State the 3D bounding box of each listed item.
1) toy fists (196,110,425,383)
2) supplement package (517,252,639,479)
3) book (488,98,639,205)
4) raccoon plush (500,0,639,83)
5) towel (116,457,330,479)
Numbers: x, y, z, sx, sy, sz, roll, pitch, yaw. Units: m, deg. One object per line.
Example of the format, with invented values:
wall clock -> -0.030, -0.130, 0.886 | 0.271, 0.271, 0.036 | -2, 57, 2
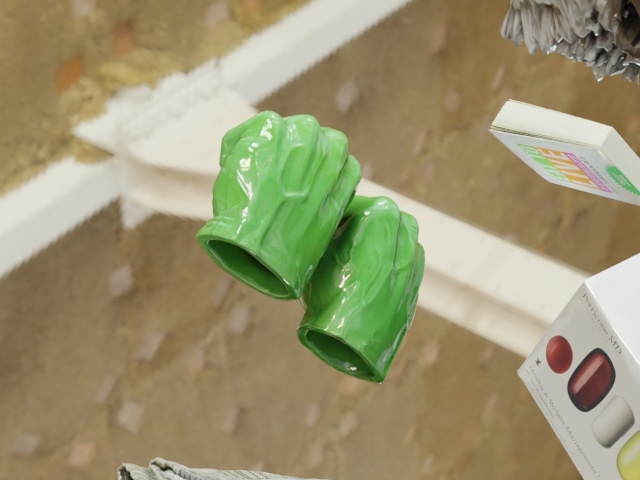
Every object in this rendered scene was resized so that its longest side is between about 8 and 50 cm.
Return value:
toy fists -> 0.000, 0.000, 1.329 | 0.279, 0.096, 0.142 | 46, -117, -43
supplement package -> 0.307, 0.128, 1.377 | 0.149, 0.194, 0.203 | -23, -21, -22
book -> 0.226, -0.073, 1.361 | 0.096, 0.144, 0.035 | 41, -101, -32
raccoon plush -> 0.257, -0.145, 0.737 | 0.299, 0.446, 0.216 | -6, -33, -17
towel -> -0.020, 0.254, 1.520 | 0.324, 0.312, 0.056 | 7, -91, -19
